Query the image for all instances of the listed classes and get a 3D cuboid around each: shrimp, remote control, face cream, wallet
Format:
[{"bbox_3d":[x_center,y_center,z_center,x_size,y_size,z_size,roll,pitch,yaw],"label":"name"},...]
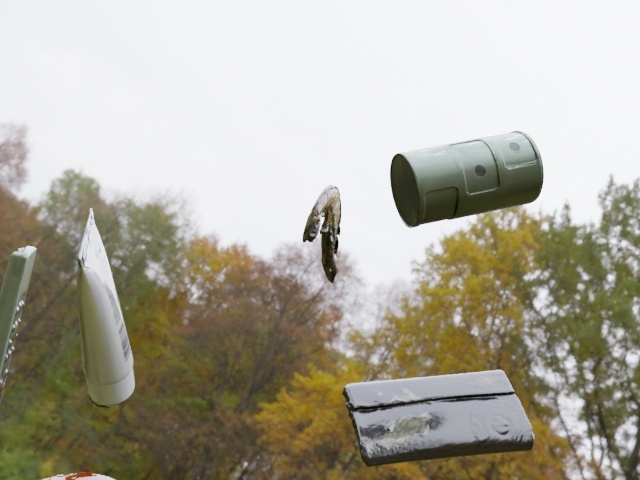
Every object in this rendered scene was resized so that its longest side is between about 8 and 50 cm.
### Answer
[{"bbox_3d":[0.003,0.000,1.311,0.035,0.148,0.195,7,-71,16],"label":"shrimp"},{"bbox_3d":[-0.426,0.145,0.978,0.038,0.285,0.123,15,-5,-18],"label":"remote control"},{"bbox_3d":[-0.249,0.089,0.831,0.058,0.092,0.243,-3,-54,-9],"label":"face cream"},{"bbox_3d":[0.210,0.311,1.311,0.321,0.170,0.044,-1,-46,-13],"label":"wallet"}]

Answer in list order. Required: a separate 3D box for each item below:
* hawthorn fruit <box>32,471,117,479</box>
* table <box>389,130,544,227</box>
[{"bbox_3d":[-0.212,0.295,0.524,0.224,0.261,0.224,26,-57,49],"label":"hawthorn fruit"},{"bbox_3d":[0.238,-0.102,1.207,0.126,0.220,0.126,168,-90,-78],"label":"table"}]
